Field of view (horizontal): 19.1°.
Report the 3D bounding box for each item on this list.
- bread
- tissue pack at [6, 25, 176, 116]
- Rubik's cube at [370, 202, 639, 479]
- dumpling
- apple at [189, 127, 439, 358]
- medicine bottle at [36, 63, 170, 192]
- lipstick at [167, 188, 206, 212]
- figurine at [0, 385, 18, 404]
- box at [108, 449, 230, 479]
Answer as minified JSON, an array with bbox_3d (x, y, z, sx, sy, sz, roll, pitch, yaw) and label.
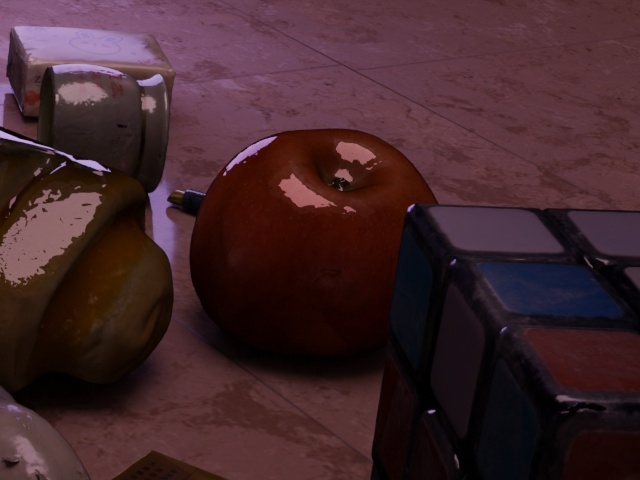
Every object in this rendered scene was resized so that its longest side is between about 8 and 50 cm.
[{"bbox_3d":[-0.299,0.004,1.802,0.341,0.210,0.300,22,22,25],"label":"bread"},{"bbox_3d":[-0.301,-0.217,2.470,0.196,0.092,0.148,0,25,-19],"label":"tissue pack"},{"bbox_3d":[0.243,0.189,1.399,0.362,0.359,0.363,2,25,-11],"label":"Rubik's cube"},{"bbox_3d":[-0.231,0.209,1.485,0.247,0.142,0.172,39,3,27],"label":"dumpling"},{"bbox_3d":[0.000,0.000,1.942,0.272,0.206,0.251,-3,29,-30],"label":"apple"},{"bbox_3d":[-0.252,-0.130,2.216,0.143,0.147,0.147,3,24,-16],"label":"medicine bottle"},{"bbox_3d":[-0.126,-0.041,2.204,0.116,0.037,0.037,16,24,25],"label":"lipstick"},{"bbox_3d":[-0.302,0.159,1.644,0.094,0.082,0.086,24,9,9],"label":"figurine"},{"bbox_3d":[-0.112,0.224,1.611,0.133,0.023,0.090,18,26,20],"label":"box"}]
